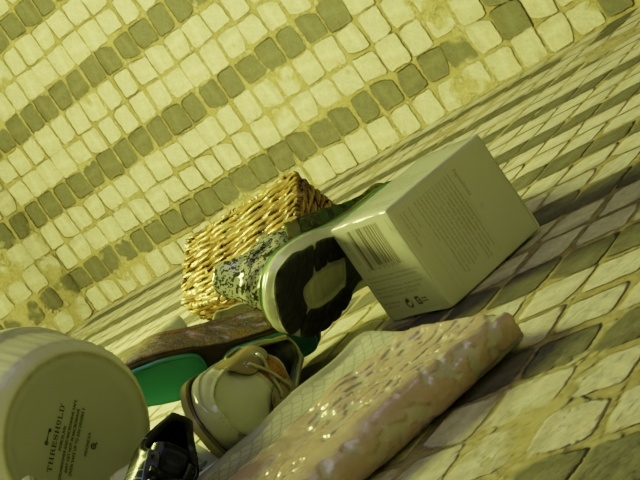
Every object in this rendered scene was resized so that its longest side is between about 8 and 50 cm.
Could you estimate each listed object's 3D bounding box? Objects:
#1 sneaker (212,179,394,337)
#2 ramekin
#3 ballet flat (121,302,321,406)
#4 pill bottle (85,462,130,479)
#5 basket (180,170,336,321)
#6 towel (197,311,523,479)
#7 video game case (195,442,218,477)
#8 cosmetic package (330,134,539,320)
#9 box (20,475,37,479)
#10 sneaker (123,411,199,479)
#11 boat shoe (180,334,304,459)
[{"bbox_3d":[0.000,0.000,1.925,0.182,0.158,0.410,12,22,32],"label":"sneaker"},{"bbox_3d":[-0.331,0.240,1.691,0.127,0.272,0.273,-5,27,47],"label":"ramekin"},{"bbox_3d":[-0.156,0.148,1.907,0.316,0.107,0.106,-13,44,-7],"label":"ballet flat"},{"bbox_3d":[-0.268,0.335,1.526,0.193,0.108,0.108,-35,8,-2],"label":"pill bottle"},{"bbox_3d":[-0.075,0.060,2.474,0.299,0.223,0.213,-30,42,28],"label":"basket"},{"bbox_3d":[0.017,0.191,1.433,0.332,0.053,0.317,-39,9,-23],"label":"towel"},{"bbox_3d":[-0.211,0.322,1.692,0.190,0.022,0.173,-36,8,-14],"label":"video game case"},{"bbox_3d":[0.147,-0.015,1.768,0.184,0.151,0.151,-39,9,-27],"label":"cosmetic package"},{"bbox_3d":[-0.369,0.402,1.316,0.322,0.058,0.232,-36,41,-3],"label":"box"},{"bbox_3d":[-0.171,0.268,1.405,0.232,0.081,0.090,-93,27,-61],"label":"sneaker"},{"bbox_3d":[-0.091,0.182,1.713,0.103,0.113,0.302,-39,6,11],"label":"boat shoe"}]
